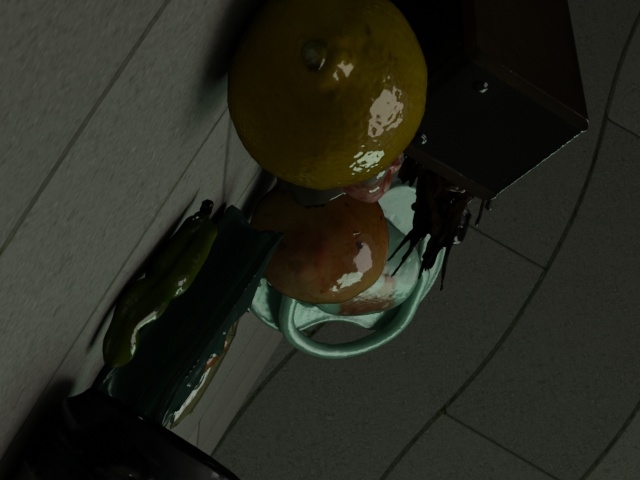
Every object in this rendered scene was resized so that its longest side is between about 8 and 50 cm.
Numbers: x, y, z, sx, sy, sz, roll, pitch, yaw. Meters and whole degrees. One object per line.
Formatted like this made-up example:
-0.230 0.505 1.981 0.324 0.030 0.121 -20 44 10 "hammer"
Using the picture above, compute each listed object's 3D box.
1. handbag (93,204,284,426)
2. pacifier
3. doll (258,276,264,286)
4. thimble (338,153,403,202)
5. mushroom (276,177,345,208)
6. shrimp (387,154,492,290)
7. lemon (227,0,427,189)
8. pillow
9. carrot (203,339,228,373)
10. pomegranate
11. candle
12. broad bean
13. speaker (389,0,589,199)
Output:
-0.167 0.128 1.723 0.326 0.089 0.238 -58 175 -35 "handbag"
0.014 0.021 2.193 0.269 0.343 0.288 42 -56 58 "pacifier"
-0.106 0.039 1.971 0.050 0.076 0.083 -24 -166 16 "doll"
0.045 -0.174 1.679 0.239 0.162 0.239 -62 175 -9 "thimble"
0.011 -0.132 1.860 0.188 0.141 0.117 -62 145 -57 "mushroom"
0.154 -0.093 1.622 0.145 0.116 0.343 106 6 -60 "shrimp"
0.007 -0.139 1.298 0.187 0.187 0.244 -59 178 -11 "lemon"
-0.186 0.211 2.367 0.217 0.033 0.130 -61 178 4 "pillow"
-0.209 0.209 2.025 0.224 0.057 0.057 -53 172 -34 "carrot"
-0.002 -0.001 1.948 0.191 0.191 0.191 -59 175 -8 "pomegranate"
-0.238 0.330 1.417 0.342 0.221 0.221 -58 176 -1 "candle"
-0.159 0.041 1.479 0.213 0.048 0.070 -56 174 -31 "broad bean"
0.155 -0.195 1.467 0.153 0.192 0.231 -39 -142 36 "speaker"
